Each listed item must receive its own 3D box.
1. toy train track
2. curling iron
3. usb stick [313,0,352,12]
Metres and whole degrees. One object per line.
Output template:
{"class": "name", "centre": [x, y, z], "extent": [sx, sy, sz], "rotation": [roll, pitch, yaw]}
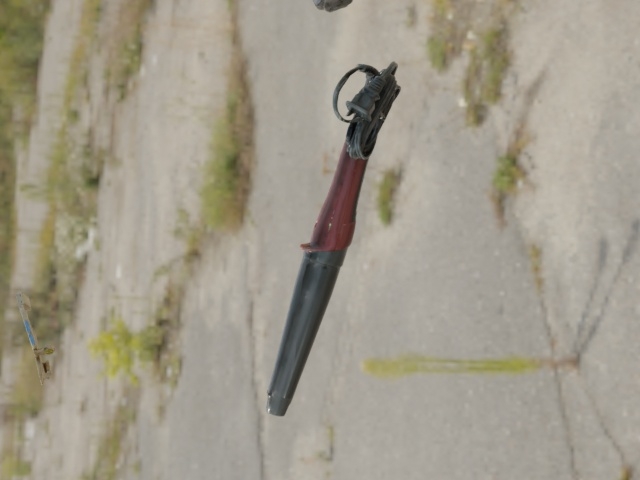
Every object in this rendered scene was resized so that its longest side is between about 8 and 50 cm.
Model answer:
{"class": "toy train track", "centre": [-0.190, 0.065, 0.791], "extent": [0.083, 0.014, 0.048], "rotation": [88, 164, -48]}
{"class": "curling iron", "centre": [0.000, 0.000, 0.839], "extent": [0.068, 0.035, 0.274], "rotation": [-19, -51, -65]}
{"class": "usb stick", "centre": [-0.038, -0.336, 1.063], "extent": [0.077, 0.045, 0.278], "rotation": [109, 136, -76]}
